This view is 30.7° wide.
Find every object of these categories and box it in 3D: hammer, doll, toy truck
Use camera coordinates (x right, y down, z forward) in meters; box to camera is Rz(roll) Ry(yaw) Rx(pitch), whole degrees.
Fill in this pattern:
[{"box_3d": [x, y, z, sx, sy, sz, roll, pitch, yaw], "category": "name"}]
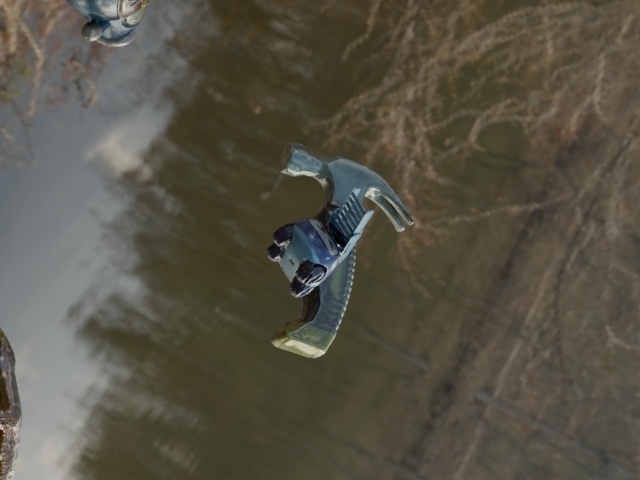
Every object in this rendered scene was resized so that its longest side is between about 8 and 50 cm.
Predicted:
[{"box_3d": [0.011, 0.016, 1.238, 0.041, 0.158, 0.227, -40, -148, 59], "category": "hammer"}, {"box_3d": [-0.180, -0.221, 0.990, 0.152, 0.085, 0.114, 106, -4, -74], "category": "doll"}, {"box_3d": [0.000, 0.000, 1.090, 0.074, 0.063, 0.136, -28, 169, -20], "category": "toy truck"}]

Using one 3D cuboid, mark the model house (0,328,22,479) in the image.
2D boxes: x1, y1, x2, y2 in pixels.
[{"box_3d": [-0.458, 0.204, 1.267, 0.229, 0.220, 0.199, -10, 177, -29], "category": "model house"}]
